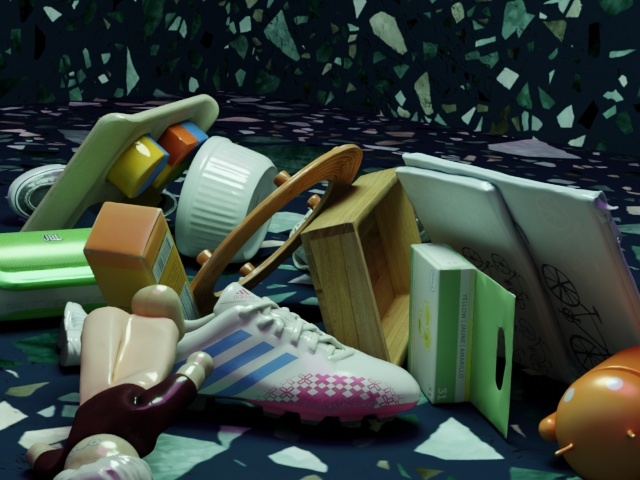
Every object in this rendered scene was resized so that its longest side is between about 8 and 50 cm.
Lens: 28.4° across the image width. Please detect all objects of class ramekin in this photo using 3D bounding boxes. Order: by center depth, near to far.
[{"bbox_3d":[-0.148,-0.060,2.080,0.109,0.207,0.207,16,16,13],"label":"ramekin"}]

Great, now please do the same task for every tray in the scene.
[{"bbox_3d":[0.071,0.037,1.688,0.076,0.202,0.411,-12,9,15],"label":"tray"}]

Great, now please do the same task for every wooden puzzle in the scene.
[{"bbox_3d":[-0.308,-0.077,1.994,0.080,0.322,0.348,43,21,9],"label":"wooden puzzle"}]

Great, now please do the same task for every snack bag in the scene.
[{"bbox_3d":[0.257,0.052,1.502,0.037,0.323,0.342,-40,31,-22],"label":"snack bag"}]

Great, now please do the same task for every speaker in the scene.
[{"bbox_3d":[-0.373,0.046,1.727,0.297,0.131,0.131,-4,15,-30],"label":"speaker"}]

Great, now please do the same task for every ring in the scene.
[{"bbox_3d":[-0.072,-0.012,1.700,0.032,0.336,0.336,45,25,11],"label":"ring"}]

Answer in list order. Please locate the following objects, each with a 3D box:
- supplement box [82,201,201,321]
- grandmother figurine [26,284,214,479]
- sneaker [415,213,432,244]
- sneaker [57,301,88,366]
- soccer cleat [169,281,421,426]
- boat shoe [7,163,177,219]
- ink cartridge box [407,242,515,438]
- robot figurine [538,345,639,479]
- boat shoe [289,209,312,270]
[{"bbox_3d":[-0.208,0.056,1.514,0.078,0.233,0.080,7,52,14],"label":"supplement box"},{"bbox_3d":[-0.201,0.168,1.218,0.104,0.208,0.342,46,12,-19],"label":"grandmother figurine"},{"bbox_3d":[0.176,0.028,2.015,0.130,0.109,0.286,43,-9,-8],"label":"sneaker"},{"bbox_3d":[-0.298,0.123,1.595,0.061,0.053,0.152,9,17,-17],"label":"sneaker"},{"bbox_3d":[-0.051,0.123,1.412,0.331,0.143,0.116,4,4,3],"label":"soccer cleat"},{"bbox_3d":[-0.406,-0.072,2.284,0.301,0.108,0.102,4,10,-30],"label":"boat shoe"},{"bbox_3d":[0.158,0.112,1.477,0.056,0.171,0.235,-2,14,-11],"label":"ink cartridge box"},{"bbox_3d":[0.325,0.182,1.315,0.158,0.128,0.219,30,24,25],"label":"robot figurine"},{"bbox_3d":[0.000,0.000,1.966,0.096,0.098,0.277,-15,-16,-9],"label":"boat shoe"}]
